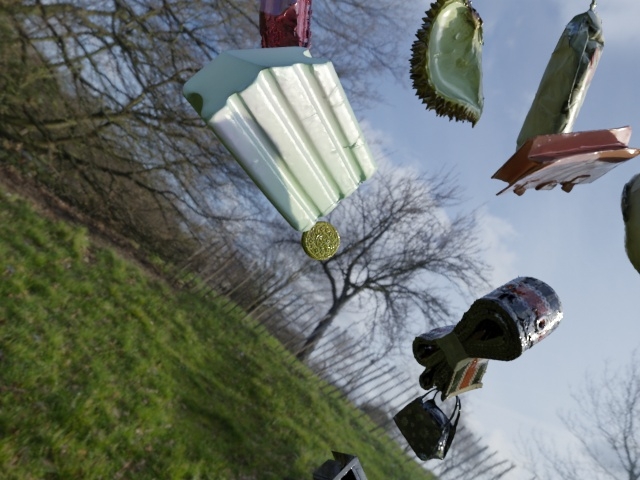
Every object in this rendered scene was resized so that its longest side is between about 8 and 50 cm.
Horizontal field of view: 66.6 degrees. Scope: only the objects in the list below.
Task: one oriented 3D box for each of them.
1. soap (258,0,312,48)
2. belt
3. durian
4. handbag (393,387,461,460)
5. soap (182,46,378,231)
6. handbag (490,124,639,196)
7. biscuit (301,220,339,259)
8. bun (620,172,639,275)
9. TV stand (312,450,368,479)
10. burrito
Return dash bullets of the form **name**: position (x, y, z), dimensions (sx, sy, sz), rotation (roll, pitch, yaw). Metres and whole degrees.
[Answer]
- **soap**: position (-0.073, -0.500, 1.075), dimensions (0.162, 0.099, 0.250), rotation (82, 8, -60)
- **belt**: position (0.242, 0.159, 0.770), dimensions (0.359, 0.094, 0.126), rotation (107, -35, -60)
- **durian**: position (0.234, -0.332, 0.915), dimensions (0.144, 0.139, 0.252), rotation (-101, -176, -74)
- **handbag**: position (0.231, 0.353, 0.972), dimensions (0.072, 0.139, 0.115), rotation (21, 21, -36)
- **soap**: position (-0.041, -0.150, 0.696), dimensions (0.095, 0.173, 0.289), rotation (48, -2, 35)
- **handbag**: position (0.437, -0.136, 0.877), dimensions (0.157, 0.212, 0.059), rotation (118, -38, -67)
- **biscuit**: position (0.000, 0.000, 1.036), dimensions (0.084, 0.084, 0.023), rotation (54, -18, -13)
- **bun**: position (0.679, -0.023, 0.937), dimensions (0.141, 0.239, 0.239), rotation (-5, -55, 49)
- **TV stand**: position (-0.056, 0.297, 0.456), dimensions (0.049, 0.256, 0.040), rotation (-17, -81, 52)
- **burrito**: position (0.612, -0.380, 1.234), dimensions (0.139, 0.101, 0.445), rotation (-110, -163, -44)
